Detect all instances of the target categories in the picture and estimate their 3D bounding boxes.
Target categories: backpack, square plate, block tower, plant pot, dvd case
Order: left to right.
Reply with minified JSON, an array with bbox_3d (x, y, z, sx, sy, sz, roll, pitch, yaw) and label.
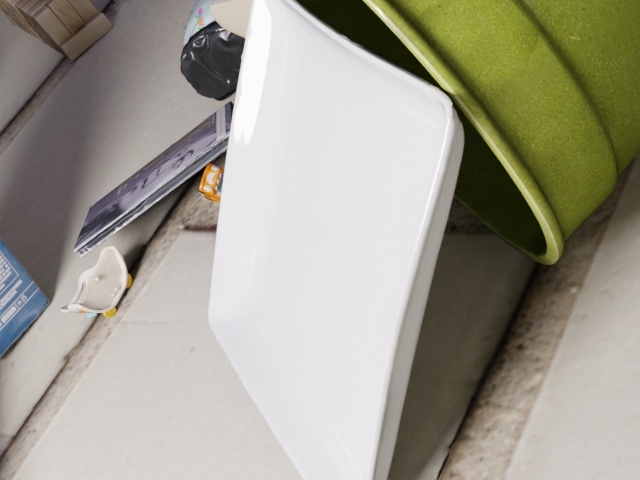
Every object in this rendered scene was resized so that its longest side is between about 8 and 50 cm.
[{"bbox_3d":[-0.466,-0.396,1.792,0.091,0.097,0.335,-45,38,-9],"label":"block tower"},{"bbox_3d":[-0.185,-0.075,1.219,0.221,0.018,0.164,-36,18,7],"label":"dvd case"},{"bbox_3d":[-0.097,-0.278,1.341,0.152,0.115,0.182,-16,38,29],"label":"backpack"},{"bbox_3d":[0.000,0.000,0.847,0.049,0.347,0.344,-1,26,-25],"label":"square plate"},{"bbox_3d":[0.185,-0.232,0.826,0.353,0.366,0.366,-42,36,0],"label":"plant pot"}]

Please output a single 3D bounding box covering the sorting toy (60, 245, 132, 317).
[{"bbox_3d":[-0.253,0.054,1.168,0.075,0.045,0.083,-10,44,42],"label":"sorting toy"}]

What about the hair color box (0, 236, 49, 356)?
[{"bbox_3d":[-0.469,-0.027,1.164,0.174,0.347,0.105,1,42,41],"label":"hair color box"}]

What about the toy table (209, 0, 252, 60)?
[{"bbox_3d":[0.016,-0.216,1.144,0.252,0.161,0.274,-12,42,29],"label":"toy table"}]

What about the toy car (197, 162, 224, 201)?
[{"bbox_3d":[-0.096,-0.092,1.189,0.041,0.060,0.122,17,64,11],"label":"toy car"}]
